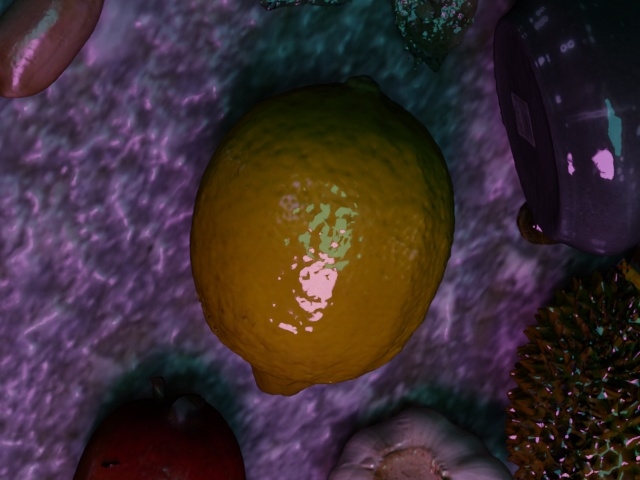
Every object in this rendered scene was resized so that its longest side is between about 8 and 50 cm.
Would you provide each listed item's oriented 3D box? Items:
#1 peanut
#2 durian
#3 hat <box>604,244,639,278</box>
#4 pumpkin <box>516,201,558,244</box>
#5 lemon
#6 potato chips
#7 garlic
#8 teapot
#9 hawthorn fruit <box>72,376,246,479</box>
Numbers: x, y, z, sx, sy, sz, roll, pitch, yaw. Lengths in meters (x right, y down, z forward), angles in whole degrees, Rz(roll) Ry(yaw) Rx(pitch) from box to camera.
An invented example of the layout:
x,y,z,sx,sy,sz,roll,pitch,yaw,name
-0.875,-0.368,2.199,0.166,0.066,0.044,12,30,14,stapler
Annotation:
x,y,z,sx,sy,sz,roll,pitch,yaw,name
-0.254,-0.196,1.272,0.076,0.076,0.152,37,94,-17,peanut
0.299,0.175,1.371,0.258,0.258,0.293,-27,121,2,durian
0.352,0.013,1.414,0.112,0.093,0.162,15,115,-43,hat
0.245,-0.019,1.419,0.083,0.028,0.050,-6,106,-10,pumpkin
0.000,0.000,1.279,0.245,0.245,0.320,12,110,-11,lemon
0.058,-0.266,1.316,0.220,0.029,0.202,34,98,-14,potato chips
0.112,0.297,1.457,0.199,0.199,0.226,-20,142,-1,garlic
0.347,-0.133,1.261,0.344,0.300,0.253,-12,85,-2,teapot
-0.163,0.237,1.372,0.185,0.185,0.202,1,92,-8,hawthorn fruit
